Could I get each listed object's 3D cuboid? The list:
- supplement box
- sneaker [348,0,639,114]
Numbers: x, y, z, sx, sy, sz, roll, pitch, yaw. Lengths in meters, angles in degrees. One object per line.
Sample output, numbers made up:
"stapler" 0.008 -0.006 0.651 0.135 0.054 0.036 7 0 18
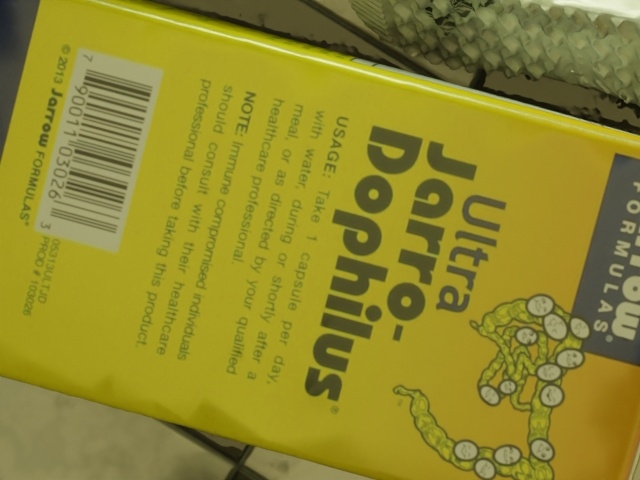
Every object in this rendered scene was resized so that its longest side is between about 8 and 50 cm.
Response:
"supplement box" 0.000 0.000 0.973 0.356 0.194 0.195 15 96 4
"sneaker" 0.172 -0.147 0.973 0.293 0.102 0.146 18 68 16
